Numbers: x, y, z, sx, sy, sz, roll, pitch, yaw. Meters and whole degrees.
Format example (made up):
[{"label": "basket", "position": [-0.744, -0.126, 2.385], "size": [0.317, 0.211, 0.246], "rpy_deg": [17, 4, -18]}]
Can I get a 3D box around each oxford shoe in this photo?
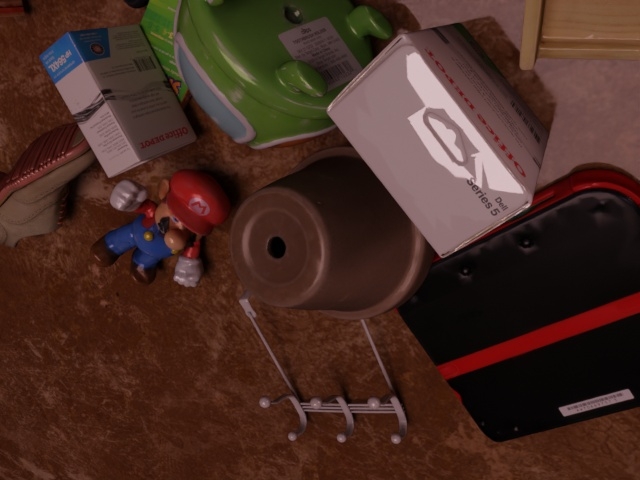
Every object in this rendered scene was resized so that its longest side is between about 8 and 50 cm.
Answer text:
[{"label": "oxford shoe", "position": [-0.555, -0.104, 1.097], "size": [0.397, 0.140, 0.146], "rpy_deg": [-22, 132, 27]}]

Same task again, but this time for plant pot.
[{"label": "plant pot", "position": [0.000, 0.000, 0.752], "size": [0.263, 0.229, 0.263], "rpy_deg": [5, 99, 30]}]

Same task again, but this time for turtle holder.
[{"label": "turtle holder", "position": [-0.096, -0.257, 0.707], "size": [0.320, 0.243, 0.227], "rpy_deg": [29, 150, -17]}]

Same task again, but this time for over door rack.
[{"label": "over door rack", "position": [-0.003, 0.223, 0.964], "size": [0.240, 0.108, 0.324], "rpy_deg": [-9, 108, 28]}]

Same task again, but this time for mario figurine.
[{"label": "mario figurine", "position": [-0.283, -0.003, 0.950], "size": [0.320, 0.198, 0.170], "rpy_deg": [-31, 75, 38]}]

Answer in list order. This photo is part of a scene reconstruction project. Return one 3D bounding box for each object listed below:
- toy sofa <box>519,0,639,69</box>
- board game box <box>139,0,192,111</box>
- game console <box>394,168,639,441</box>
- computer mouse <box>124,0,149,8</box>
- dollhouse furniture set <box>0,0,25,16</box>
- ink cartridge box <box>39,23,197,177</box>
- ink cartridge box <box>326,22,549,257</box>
[{"label": "toy sofa", "position": [0.395, -0.270, 0.541], "size": [0.363, 0.177, 0.150], "rpy_deg": [10, 141, 22]}, {"label": "board game box", "position": [-0.233, -0.320, 0.873], "size": [0.124, 0.039, 0.259], "rpy_deg": [42, 122, 3]}, {"label": "game console", "position": [0.327, 0.115, 0.792], "size": [0.387, 0.060, 0.342], "rpy_deg": [-31, 100, 34]}, {"label": "computer mouse", "position": [-0.244, -0.457, 0.808], "size": [0.071, 0.041, 0.242], "rpy_deg": [47, 127, 8]}, {"label": "dollhouse furniture set", "position": [-0.496, -0.419, 0.846], "size": [0.259, 0.262, 0.135], "rpy_deg": [32, 132, 51]}, {"label": "ink cartridge box", "position": [-0.307, -0.218, 0.849], "size": [0.086, 0.148, 0.203], "rpy_deg": [-18, 104, 31]}, {"label": "ink cartridge box", "position": [0.151, -0.132, 0.627], "size": [0.115, 0.273, 0.198], "rpy_deg": [-37, 93, 34]}]
